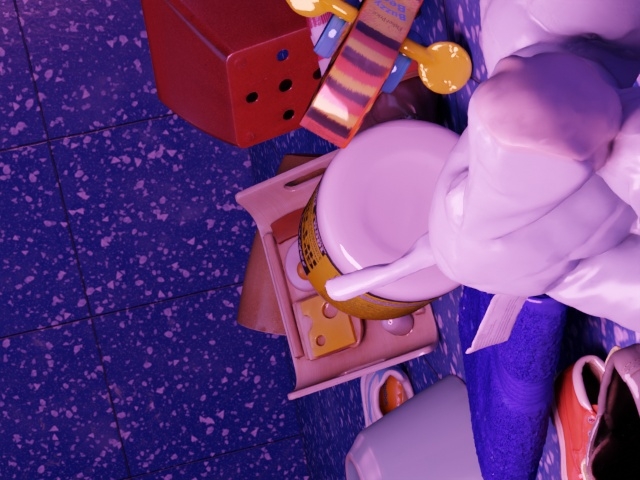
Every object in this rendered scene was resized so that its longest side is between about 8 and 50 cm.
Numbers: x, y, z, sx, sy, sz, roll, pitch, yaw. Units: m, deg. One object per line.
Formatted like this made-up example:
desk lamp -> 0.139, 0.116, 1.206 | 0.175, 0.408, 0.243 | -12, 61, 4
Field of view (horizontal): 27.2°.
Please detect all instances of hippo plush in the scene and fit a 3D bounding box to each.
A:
hippo plush -> 0.180, -0.076, 0.820 | 0.294, 0.234, 0.236 | 128, 161, -60

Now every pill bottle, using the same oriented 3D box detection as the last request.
pill bottle -> 0.073, -0.009, 1.475 | 0.334, 0.188, 0.187 | 125, 132, -79

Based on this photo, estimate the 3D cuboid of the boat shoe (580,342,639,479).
boat shoe -> 0.239, 0.159, 0.970 | 0.305, 0.091, 0.109 | 88, 166, -52

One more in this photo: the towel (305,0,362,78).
towel -> 0.018, -0.338, 1.768 | 0.237, 0.037, 0.329 | 167, 90, -73

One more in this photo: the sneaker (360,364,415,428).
sneaker -> 0.114, 0.300, 2.023 | 0.092, 0.087, 0.228 | 175, 81, -79

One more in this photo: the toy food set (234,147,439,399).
toy food set -> 0.014, 0.042, 1.789 | 0.092, 0.220, 0.306 | 18, -127, -61

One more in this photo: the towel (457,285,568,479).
towel -> 0.165, 0.063, 1.177 | 0.308, 0.076, 0.227 | 87, -174, -47

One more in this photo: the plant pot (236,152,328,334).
plant pot -> 0.000, 0.000, 1.970 | 0.237, 0.237, 0.254 | -149, 61, -78

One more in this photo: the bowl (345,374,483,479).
bowl -> 0.133, 0.343, 1.707 | 0.311, 0.163, 0.311 | 167, 90, -81

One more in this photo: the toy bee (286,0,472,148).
toy bee -> 0.058, -0.240, 1.341 | 0.162, 0.195, 0.298 | 123, 151, -44

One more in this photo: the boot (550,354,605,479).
boot -> 0.238, 0.175, 1.128 | 0.084, 0.059, 0.158 | 108, 150, -65

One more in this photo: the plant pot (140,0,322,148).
plant pot -> -0.103, -0.300, 2.049 | 0.235, 0.267, 0.267 | 52, 157, 42

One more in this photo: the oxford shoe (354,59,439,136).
oxford shoe -> 0.082, -0.127, 1.577 | 0.271, 0.097, 0.098 | 113, 137, -76
